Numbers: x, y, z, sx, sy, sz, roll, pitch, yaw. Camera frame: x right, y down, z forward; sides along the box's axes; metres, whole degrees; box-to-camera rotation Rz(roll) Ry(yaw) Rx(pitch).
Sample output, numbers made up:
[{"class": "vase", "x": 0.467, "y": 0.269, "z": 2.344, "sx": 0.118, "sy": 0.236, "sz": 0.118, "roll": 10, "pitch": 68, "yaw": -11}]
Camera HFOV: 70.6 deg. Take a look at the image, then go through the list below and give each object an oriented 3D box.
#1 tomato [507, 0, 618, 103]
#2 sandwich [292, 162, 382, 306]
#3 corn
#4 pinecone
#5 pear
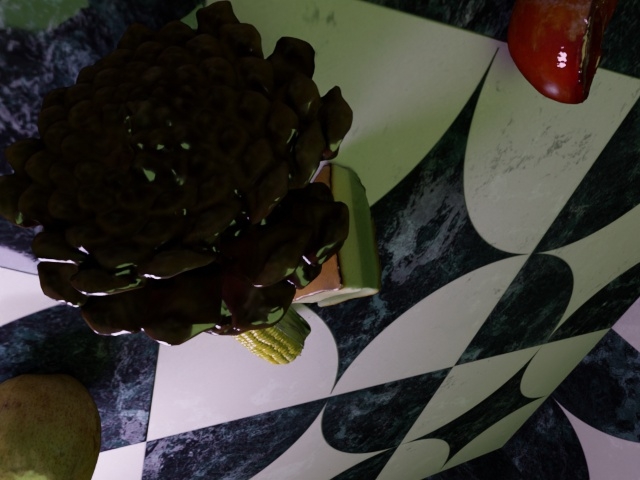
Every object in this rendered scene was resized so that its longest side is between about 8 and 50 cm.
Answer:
[{"class": "tomato", "x": 0.373, "y": -0.339, "z": 0.708, "sx": 0.200, "sy": 0.140, "sz": 0.232, "roll": 47, "pitch": 62, "yaw": -54}, {"class": "sandwich", "x": 0.000, "y": 0.000, "z": 0.811, "sx": 0.108, "sy": 0.219, "sz": 0.186, "roll": 10, "pitch": 158, "yaw": -40}, {"class": "corn", "x": -0.120, "y": 0.135, "z": 0.847, "sx": 0.123, "sy": 0.122, "sz": 0.305, "roll": -39, "pitch": 138, "yaw": -7}, {"class": "pinecone", "x": -0.123, "y": -0.038, "z": 0.538, "sx": 0.385, "sy": 0.384, "sz": 0.384, "roll": -17, "pitch": 135, "yaw": -18}, {"class": "pear", "x": -0.469, "y": 0.331, "z": 0.750, "sx": 0.189, "sy": 0.211, "sz": 0.228, "roll": -6, "pitch": 146, "yaw": -3}]
